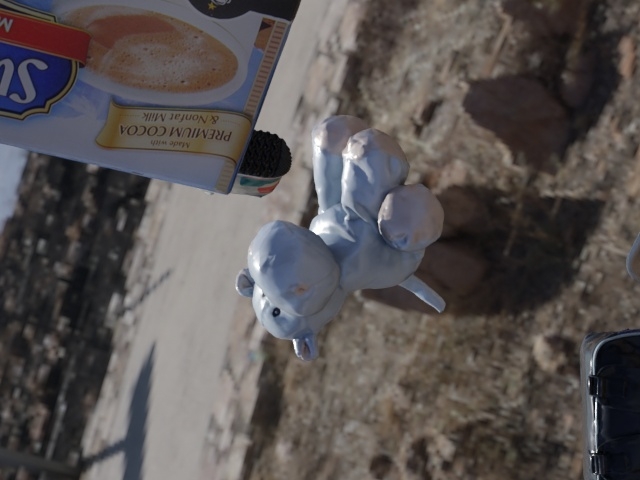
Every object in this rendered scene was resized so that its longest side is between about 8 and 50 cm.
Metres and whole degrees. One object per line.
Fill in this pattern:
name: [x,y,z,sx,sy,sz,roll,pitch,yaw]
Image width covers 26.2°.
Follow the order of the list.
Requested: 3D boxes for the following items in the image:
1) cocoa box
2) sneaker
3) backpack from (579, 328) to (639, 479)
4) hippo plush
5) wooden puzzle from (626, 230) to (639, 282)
cocoa box: [-0.204,-0.203,0.897,0.228,0.347,0.231,-69,26,19]
sneaker: [-0.109,-0.065,1.163,0.075,0.161,0.057,120,156,-59]
backpack: [0.442,0.213,1.651,0.191,0.253,0.225,24,-116,-84]
hippo plush: [0.000,0.000,1.705,0.234,0.236,0.294,53,166,23]
wooden puzzle: [0.447,-0.063,1.464,0.239,0.221,0.044,98,154,-47]
